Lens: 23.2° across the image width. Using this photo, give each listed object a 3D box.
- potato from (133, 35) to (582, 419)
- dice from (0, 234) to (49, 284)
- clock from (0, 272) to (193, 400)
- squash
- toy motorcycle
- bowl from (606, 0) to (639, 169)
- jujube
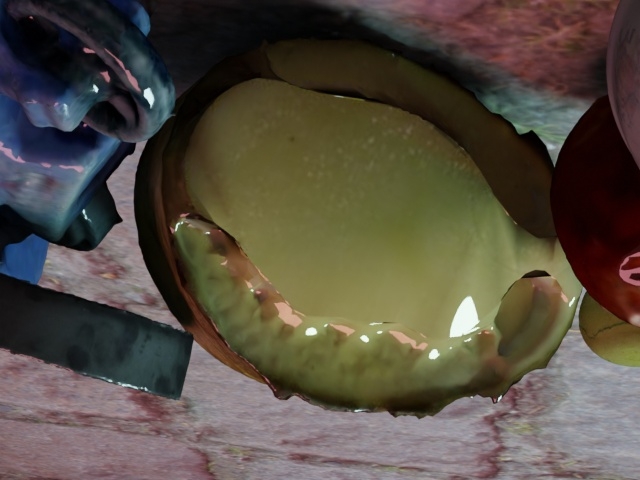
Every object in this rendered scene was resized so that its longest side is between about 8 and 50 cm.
[{"bbox_3d":[0.000,0.000,0.978,0.285,0.243,0.242,5,164,-28],"label":"potato"},{"bbox_3d":[-0.264,-0.035,1.073,0.146,0.143,0.146,8,160,2],"label":"dice"},{"bbox_3d":[-0.178,0.043,0.915,0.215,0.042,0.215,18,175,2],"label":"clock"},{"bbox_3d":[0.276,0.038,1.135,0.083,0.083,0.250,18,157,-23],"label":"squash"},{"bbox_3d":[-0.206,-0.089,0.845,0.241,0.182,0.319,13,160,-12],"label":"toy motorcycle"},{"bbox_3d":[0.213,-0.056,0.711,0.189,0.086,0.189,13,125,19],"label":"bowl"},{"bbox_3d":[0.237,-0.035,0.861,0.155,0.155,0.230,22,153,-32],"label":"jujube"}]
